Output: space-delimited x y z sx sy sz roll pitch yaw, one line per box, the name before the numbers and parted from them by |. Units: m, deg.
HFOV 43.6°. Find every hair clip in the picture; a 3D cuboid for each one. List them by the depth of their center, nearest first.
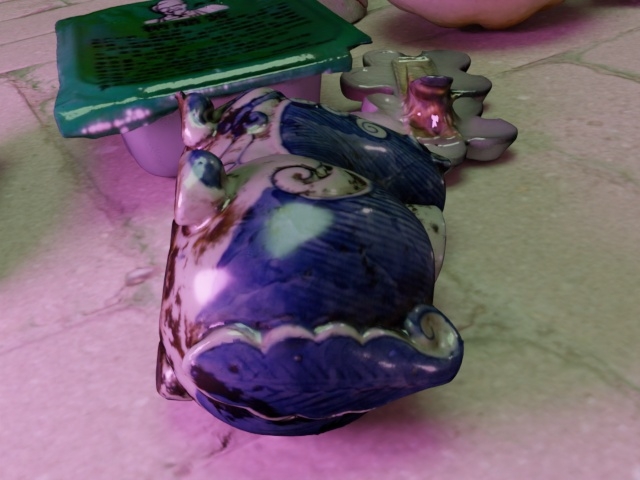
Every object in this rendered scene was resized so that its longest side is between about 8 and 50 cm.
hair clip | 0.088 -0.130 0.721 0.146 0.075 0.257 -4 23 2

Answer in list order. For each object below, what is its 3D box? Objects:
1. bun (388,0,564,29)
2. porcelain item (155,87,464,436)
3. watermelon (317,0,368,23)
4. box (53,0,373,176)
bun | 0.203 -0.361 0.975 0.299 0.164 0.298 -10 56 15
porcelain item | 0.000 0.000 0.471 0.186 0.137 0.288 6 23 -10
watermelon | -0.094 -0.378 1.126 0.292 0.319 0.222 -20 -3 -32
box | -0.113 -0.157 0.775 0.264 0.105 0.336 -14 29 -11
